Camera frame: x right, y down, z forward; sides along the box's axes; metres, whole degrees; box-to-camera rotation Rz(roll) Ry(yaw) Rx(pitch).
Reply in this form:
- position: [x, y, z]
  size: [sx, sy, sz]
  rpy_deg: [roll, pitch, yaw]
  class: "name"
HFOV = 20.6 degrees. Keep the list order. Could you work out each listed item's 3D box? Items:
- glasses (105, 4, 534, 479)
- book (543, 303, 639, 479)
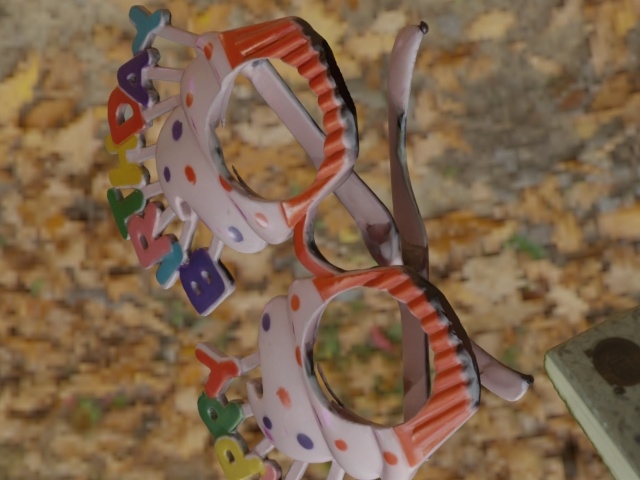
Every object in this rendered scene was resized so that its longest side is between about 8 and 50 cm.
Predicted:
- position: [-0.008, 0.003, 0.759]
  size: [0.162, 0.255, 0.095]
  rpy_deg: [-28, 170, 36]
  class: "glasses"
- position: [0.378, 0.118, 1.411]
  size: [0.352, 0.239, 0.035]
  rpy_deg: [-24, 154, -23]
  class: "book"
